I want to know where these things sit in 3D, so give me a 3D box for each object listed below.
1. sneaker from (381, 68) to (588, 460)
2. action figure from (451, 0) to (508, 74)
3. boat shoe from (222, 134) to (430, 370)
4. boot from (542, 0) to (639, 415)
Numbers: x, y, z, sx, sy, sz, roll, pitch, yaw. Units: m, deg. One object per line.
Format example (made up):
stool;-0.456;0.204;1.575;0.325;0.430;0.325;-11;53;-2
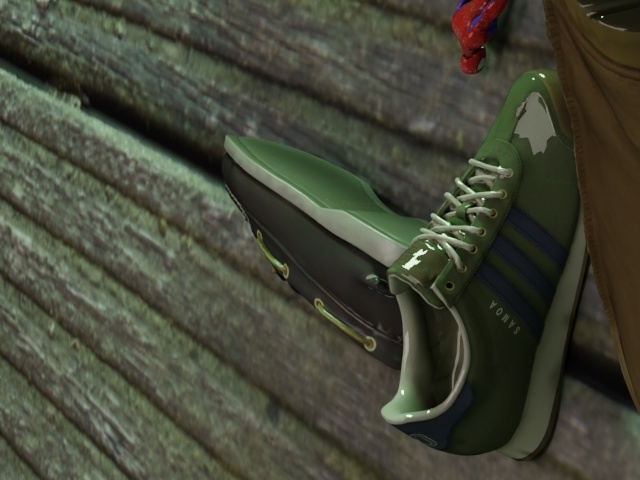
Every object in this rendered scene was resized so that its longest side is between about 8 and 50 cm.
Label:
sneaker;0.075;0.010;0.923;0.064;0.086;0.192;16;99;62
action figure;0.088;-0.137;0.987;0.038;0.030;0.115;-118;37;-54
boat shoe;0.000;0.000;1.075;0.228;0.081;0.068;37;114;56
boot;0.114;-0.071;0.725;0.269;0.089;0.236;67;-167;-54
